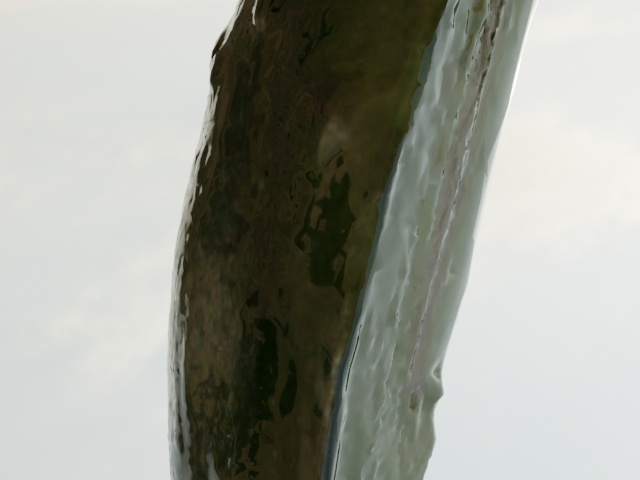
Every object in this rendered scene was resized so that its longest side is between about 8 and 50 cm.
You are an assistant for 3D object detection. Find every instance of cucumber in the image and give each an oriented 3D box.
[{"bbox_3d":[-0.003,-0.001,0.715,0.145,0.325,0.105,10,176,38],"label":"cucumber"}]
